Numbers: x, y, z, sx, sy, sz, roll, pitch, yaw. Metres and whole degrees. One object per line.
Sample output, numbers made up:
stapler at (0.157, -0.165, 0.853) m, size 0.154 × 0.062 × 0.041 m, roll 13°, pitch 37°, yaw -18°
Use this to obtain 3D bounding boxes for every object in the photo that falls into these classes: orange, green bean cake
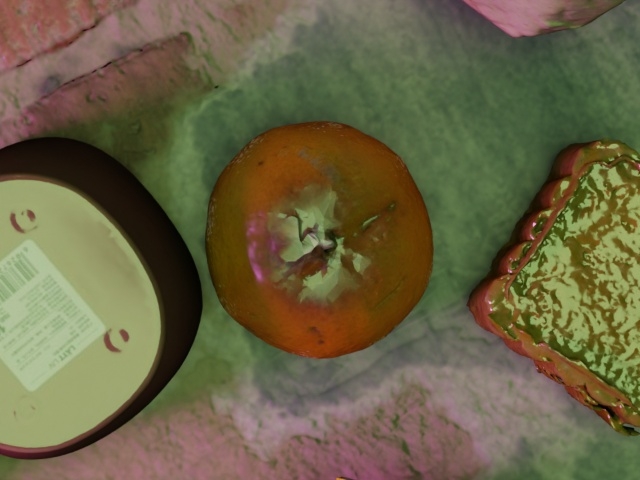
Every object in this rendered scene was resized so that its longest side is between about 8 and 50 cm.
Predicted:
orange at (0.000, 0.000, 1.534) m, size 0.224 × 0.170 × 0.224 m, roll 0°, pitch 95°, yaw -2°
green bean cake at (0.281, 0.043, 1.576) m, size 0.224 × 0.131 × 0.229 m, roll 35°, pitch 88°, yaw -7°

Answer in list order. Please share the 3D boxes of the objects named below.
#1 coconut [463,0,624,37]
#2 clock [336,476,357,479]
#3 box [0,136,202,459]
coconut at (0.179, -0.350, 1.472) m, size 0.329 × 0.329 × 0.328 m, roll 0°, pitch 94°, yaw -4°
clock at (0.095, 0.426, 1.469) m, size 0.251 × 0.368 × 0.376 m, roll 12°, pitch 83°, yaw 31°
box at (-0.258, 0.053, 1.500) m, size 0.301 × 0.216 × 0.301 m, roll 0°, pitch 92°, yaw -3°
